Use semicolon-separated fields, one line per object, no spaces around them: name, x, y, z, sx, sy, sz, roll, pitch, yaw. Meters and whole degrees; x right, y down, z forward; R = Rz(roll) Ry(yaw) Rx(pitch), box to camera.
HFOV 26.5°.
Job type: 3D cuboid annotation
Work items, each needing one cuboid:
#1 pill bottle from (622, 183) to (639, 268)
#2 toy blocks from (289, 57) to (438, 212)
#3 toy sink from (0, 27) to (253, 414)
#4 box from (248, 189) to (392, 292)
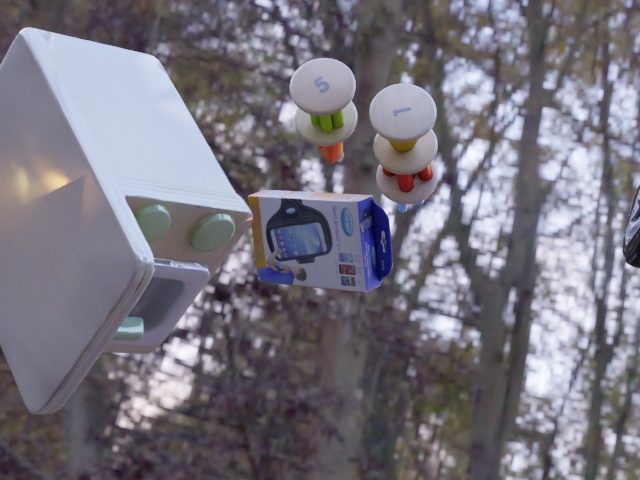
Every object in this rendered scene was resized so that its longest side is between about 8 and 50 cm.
pill bottle;0.448;-0.001;1.461;0.219;0.123;0.123;16;-24;0
toy blocks;0.038;-0.079;1.126;0.123;0.054;0.148;20;-24;15
toy sink;-0.151;-0.010;0.955;0.131;0.234;0.153;7;-50;-43
box;0.000;0.000;1.176;0.136;0.081;0.028;4;17;38
